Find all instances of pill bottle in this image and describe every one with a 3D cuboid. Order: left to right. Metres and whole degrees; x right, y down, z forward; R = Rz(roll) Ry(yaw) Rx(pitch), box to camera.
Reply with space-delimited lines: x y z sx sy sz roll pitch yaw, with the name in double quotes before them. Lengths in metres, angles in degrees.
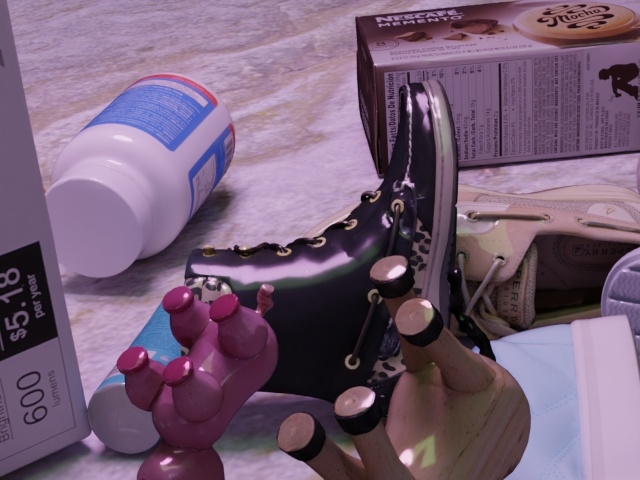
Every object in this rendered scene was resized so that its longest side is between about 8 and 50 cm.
"pill bottle" -0.162 -0.058 1.168 0.124 0.124 0.221 2 25 14

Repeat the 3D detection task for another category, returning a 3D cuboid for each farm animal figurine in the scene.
"farm animal figurine" -0.053 0.188 0.566 0.330 0.172 0.327 -21 38 14

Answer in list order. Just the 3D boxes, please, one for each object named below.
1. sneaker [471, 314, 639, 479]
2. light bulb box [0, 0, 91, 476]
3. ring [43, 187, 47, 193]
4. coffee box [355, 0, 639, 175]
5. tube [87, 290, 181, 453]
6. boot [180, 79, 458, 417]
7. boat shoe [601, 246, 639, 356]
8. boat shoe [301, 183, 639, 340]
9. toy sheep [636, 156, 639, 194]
"sneaker" 0.105 0.160 0.679 0.150 0.135 0.366 -12 17 13
"light bulb box" -0.373 0.004 0.803 0.361 0.358 0.225 -23 29 -32
"ring" -0.416 -0.011 1.226 0.336 0.032 0.337 -5 25 2
"coffee box" 0.190 -0.161 1.326 0.297 0.119 0.168 -5 26 -2
"tube" -0.106 0.080 0.960 0.080 0.052 0.207 11 23 10
"boot" 0.000 0.001 0.893 0.178 0.237 0.085 4 -11 1
"boat shoe" 0.335 0.070 0.858 0.302 0.109 0.094 17 16 22
"boat shoe" 0.126 0.021 0.974 0.302 0.109 0.098 -5 23 -13
"toy sheep" 0.305 -0.045 1.098 0.091 0.091 0.132 -10 26 -11
